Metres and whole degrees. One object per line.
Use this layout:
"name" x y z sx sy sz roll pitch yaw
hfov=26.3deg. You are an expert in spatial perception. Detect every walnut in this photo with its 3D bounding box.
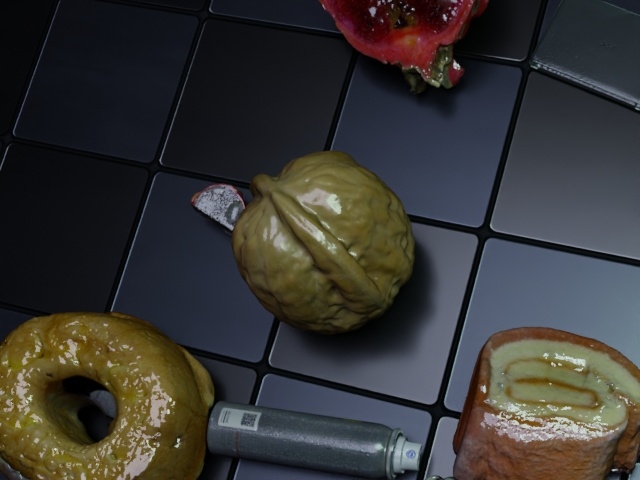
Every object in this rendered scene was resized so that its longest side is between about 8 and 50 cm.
"walnut" 0.000 0.000 1.771 0.224 0.257 0.257 -44 67 -1

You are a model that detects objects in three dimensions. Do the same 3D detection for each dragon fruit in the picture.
"dragon fruit" -0.133 -0.047 1.928 0.083 0.056 0.060 30 84 17
"dragon fruit" 0.143 -0.306 1.912 0.262 0.134 0.212 -10 81 28

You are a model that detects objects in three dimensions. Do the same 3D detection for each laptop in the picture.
"laptop" 0.392 -0.262 1.881 0.180 0.016 0.129 26 81 20

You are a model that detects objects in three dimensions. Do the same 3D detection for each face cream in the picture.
"face cream" -0.007 0.263 1.782 0.283 0.073 0.073 6 74 17

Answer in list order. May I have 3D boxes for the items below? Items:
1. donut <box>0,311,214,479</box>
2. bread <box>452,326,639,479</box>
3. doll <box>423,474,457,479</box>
"donut" -0.302 0.234 1.830 0.317 0.150 0.299 -10 71 12
"bread" 0.289 0.209 1.680 0.244 0.123 0.190 5 45 4
"doll" 0.104 0.361 1.703 0.192 0.149 0.095 -28 26 -4
